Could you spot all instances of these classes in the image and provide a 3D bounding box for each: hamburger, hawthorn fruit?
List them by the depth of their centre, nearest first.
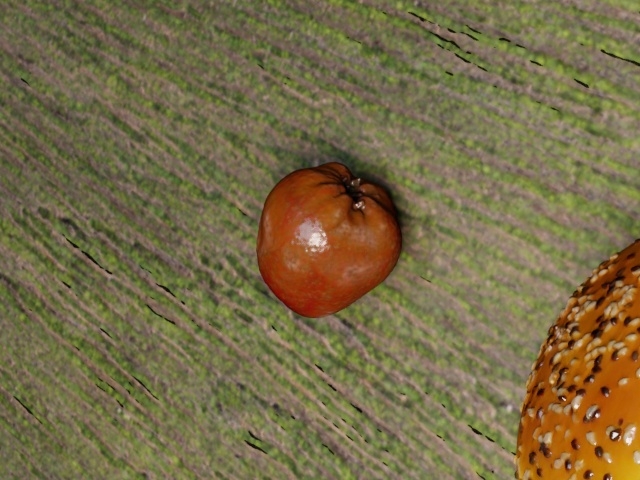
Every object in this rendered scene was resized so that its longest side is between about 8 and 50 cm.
[{"bbox_3d":[0.270,0.110,1.395,0.300,0.176,0.300,-45,20,21],"label":"hamburger"},{"bbox_3d":[0.000,0.000,1.701,0.133,0.133,0.138,46,123,30],"label":"hawthorn fruit"}]
